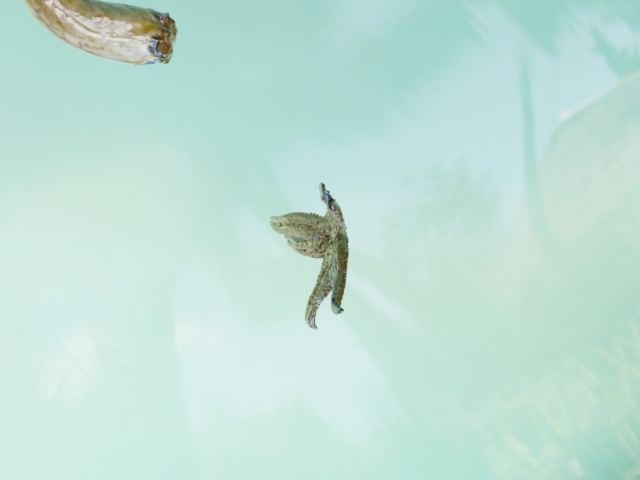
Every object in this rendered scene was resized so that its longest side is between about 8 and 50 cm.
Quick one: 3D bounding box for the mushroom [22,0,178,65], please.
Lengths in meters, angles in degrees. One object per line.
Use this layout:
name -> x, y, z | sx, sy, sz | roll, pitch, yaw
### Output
mushroom -> -0.255, -0.262, 0.914 | 0.233, 0.302, 0.208 | -27, -177, -14

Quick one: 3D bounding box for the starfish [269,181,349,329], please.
starfish -> 0.006, 0.000, 0.883 | 0.041, 0.133, 0.130 | -11, 144, -23
